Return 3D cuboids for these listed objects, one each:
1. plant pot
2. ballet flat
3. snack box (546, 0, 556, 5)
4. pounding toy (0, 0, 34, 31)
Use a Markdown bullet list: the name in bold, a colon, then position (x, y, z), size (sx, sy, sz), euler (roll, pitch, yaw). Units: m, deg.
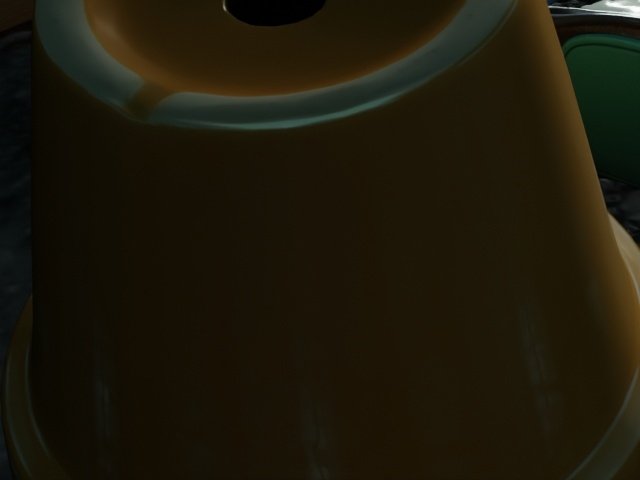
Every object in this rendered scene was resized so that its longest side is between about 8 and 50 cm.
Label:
- **plant pot**: position (0.000, 0.000, 0.546), size (0.205, 0.188, 0.205), euler (-4, 42, 4)
- **ballet flat**: position (0.087, -0.063, 0.695), size (0.203, 0.074, 0.074), euler (8, 44, 20)
- **snack box**: position (0.052, -0.182, 0.829), size (0.174, 0.070, 0.207), euler (-33, 49, -26)
- **pounding toy**: position (-0.111, -0.142, 0.805), size (0.141, 0.100, 0.130), euler (-22, 42, 0)
